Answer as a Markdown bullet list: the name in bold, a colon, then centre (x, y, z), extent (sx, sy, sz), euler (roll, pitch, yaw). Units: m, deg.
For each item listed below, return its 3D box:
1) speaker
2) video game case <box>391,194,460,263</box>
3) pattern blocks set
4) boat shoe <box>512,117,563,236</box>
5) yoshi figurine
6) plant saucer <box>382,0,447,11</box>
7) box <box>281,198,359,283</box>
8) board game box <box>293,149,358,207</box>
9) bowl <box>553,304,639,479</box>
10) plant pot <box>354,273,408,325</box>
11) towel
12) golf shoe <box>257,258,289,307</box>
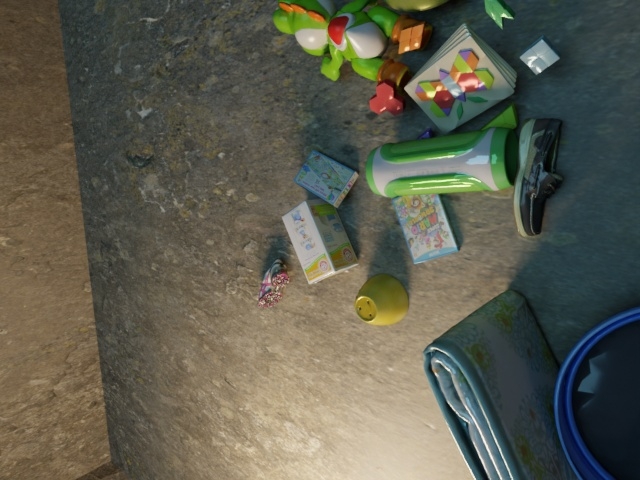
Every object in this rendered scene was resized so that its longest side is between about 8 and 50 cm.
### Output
- **speaker**: centre (0.246, -0.157, 0.890), extent (0.296, 0.131, 0.131), euler (1, 100, 40)
- **video game case**: centre (0.244, -0.039, 0.997), extent (0.119, 0.015, 0.167), euler (-22, 85, 41)
- **pattern blocks set**: centre (0.260, -0.299, 0.819), extent (0.285, 0.026, 0.325), euler (34, 147, -2)
- **boat shoe**: centre (0.411, -0.117, 0.794), extent (0.073, 0.080, 0.224), euler (5, 98, 45)
- **yoshi figurine**: centre (0.067, -0.475, 0.990), extent (0.362, 0.204, 0.203), euler (30, 159, 17)
- **plant saucer**: centre (0.210, -0.578, 0.841), extent (0.240, 0.037, 0.241), euler (-5, 80, 26)
- **box**: centre (0.000, 0.000, 1.149), extent (0.103, 0.114, 0.203), euler (-30, 78, 39)
- **board game box**: centre (0.012, -0.166, 1.132), extent (0.154, 0.026, 0.104), euler (34, 91, 31)
- **bowl**: centre (0.587, 0.283, 0.669), extent (0.390, 0.077, 0.392), euler (1, 93, 26)
- **plant pot**: centre (0.140, 0.159, 1.075), extent (0.134, 0.095, 0.134), euler (9, 104, 39)
- **towel**: centre (0.355, 0.308, 0.772), extent (0.090, 0.320, 0.375), euler (-29, 81, 43)
- **golf shoe**: centre (-0.152, 0.141, 1.354), extent (0.186, 0.067, 0.086), euler (-58, 36, 33)
